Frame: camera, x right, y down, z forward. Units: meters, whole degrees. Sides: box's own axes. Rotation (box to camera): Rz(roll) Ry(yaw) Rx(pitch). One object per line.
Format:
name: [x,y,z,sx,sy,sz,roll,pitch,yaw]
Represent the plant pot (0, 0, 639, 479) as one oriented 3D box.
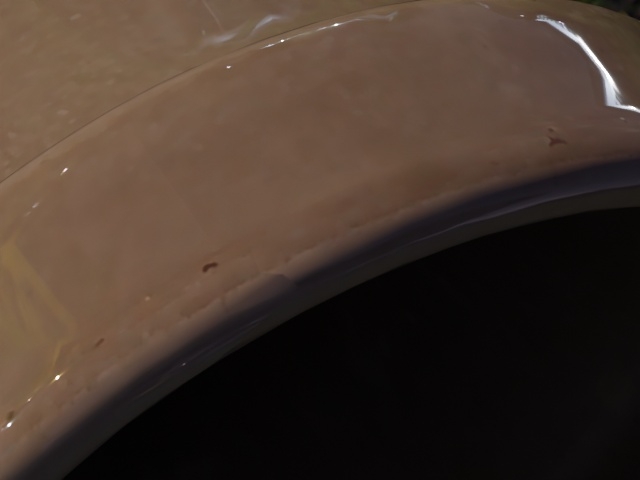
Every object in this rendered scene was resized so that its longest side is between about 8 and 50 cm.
plant pot: [-0.041,0.004,0.489,0.263,0.263,0.229,-6,47,-38]
